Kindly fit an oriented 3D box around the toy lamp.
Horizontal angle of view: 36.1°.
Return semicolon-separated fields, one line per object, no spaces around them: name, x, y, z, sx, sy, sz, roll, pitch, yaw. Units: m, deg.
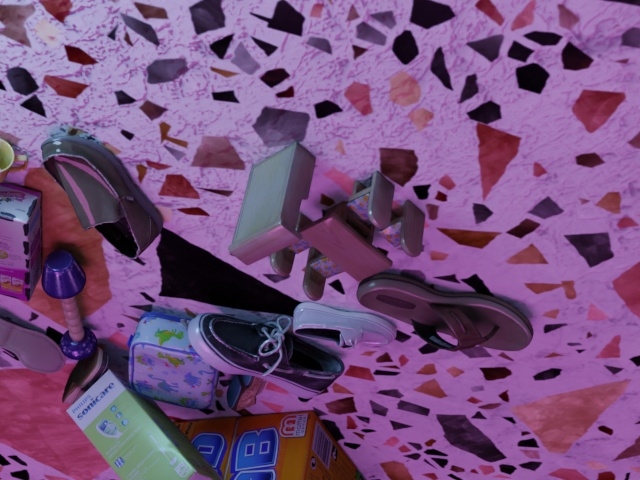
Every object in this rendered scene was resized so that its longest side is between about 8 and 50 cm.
toy lamp;-0.453;0.115;1.773;0.080;0.080;0.275;11;143;1

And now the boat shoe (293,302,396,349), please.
boat shoe;0.041;0.159;1.715;0.184;0.063;0.066;17;141;-7

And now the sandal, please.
sandal;0.202;0.139;1.633;0.302;0.086;0.120;14;142;-4

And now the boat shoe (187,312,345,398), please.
boat shoe;-0.089;0.195;1.756;0.306;0.113;0.105;31;131;-27

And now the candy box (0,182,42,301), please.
candy box;-0.554;-0.005;1.650;0.159;0.071;0.233;16;141;-4

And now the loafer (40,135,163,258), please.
loafer;-0.336;-0.062;1.514;0.094;0.087;0.251;-16;134;30

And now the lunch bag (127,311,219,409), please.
lunch bag;-0.274;0.226;1.854;0.176;0.090;0.219;12;142;-2

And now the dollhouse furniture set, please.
dollhouse furniture set;0.000;0.000;1.451;0.212;0.161;0.242;-26;129;37

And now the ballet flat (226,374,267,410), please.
ballet flat;-0.130;0.261;1.895;0.067;0.073;0.206;-6;150;-23

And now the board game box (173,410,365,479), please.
board game box;-0.132;0.617;2.086;0.356;0.356;0.357;-9;137;22

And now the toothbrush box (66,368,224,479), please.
toothbrush box;-0.331;0.409;1.912;0.283;0.122;0.206;44;173;25

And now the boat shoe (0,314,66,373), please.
boat shoe;-0.592;0.194;1.933;0.206;0.075;0.065;36;179;-35

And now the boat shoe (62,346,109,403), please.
boat shoe;-0.456;0.276;1.975;0.073;0.080;0.223;18;144;-22

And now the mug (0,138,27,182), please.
mug;-0.500;-0.113;1.516;0.078;0.062;0.064;26;147;-8
